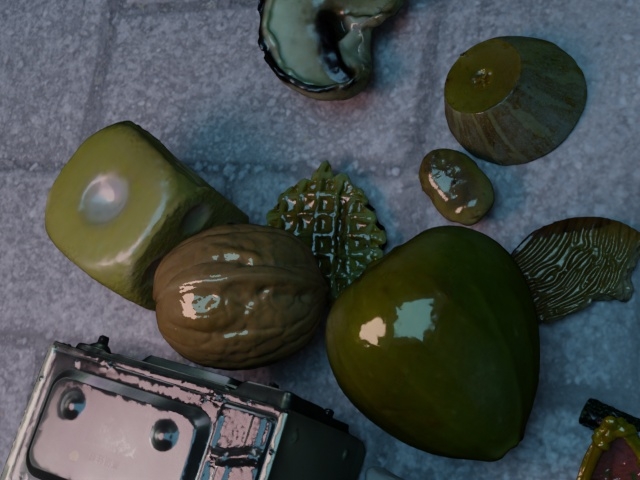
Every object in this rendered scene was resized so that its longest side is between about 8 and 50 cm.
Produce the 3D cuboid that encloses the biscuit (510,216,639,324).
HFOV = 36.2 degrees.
[{"bbox_3d":[0.351,0.058,1.404,0.176,0.031,0.228,34,89,29],"label":"biscuit"}]

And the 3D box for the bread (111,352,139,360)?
[{"bbox_3d":[-0.359,0.257,1.618,0.074,0.084,0.139,5,77,23],"label":"bread"}]

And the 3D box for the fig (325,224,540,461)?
[{"bbox_3d":[0.169,0.151,1.322,0.316,0.316,0.316,-7,72,21],"label":"fig"}]

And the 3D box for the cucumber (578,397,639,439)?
[{"bbox_3d":[0.464,0.276,1.282,0.257,0.044,0.043,23,95,26],"label":"cucumber"}]

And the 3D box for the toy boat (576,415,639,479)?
[{"bbox_3d":[0.390,0.388,1.253,0.141,0.099,0.317,-8,74,24],"label":"toy boat"}]

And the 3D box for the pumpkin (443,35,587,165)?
[{"bbox_3d":[0.280,-0.231,1.486,0.218,0.110,0.217,-8,72,27],"label":"pumpkin"}]

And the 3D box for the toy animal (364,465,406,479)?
[{"bbox_3d":[0.133,0.445,1.285,0.265,0.206,0.271,1,72,27],"label":"toy animal"}]

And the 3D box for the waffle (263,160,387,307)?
[{"bbox_3d":[0.000,0.000,1.559,0.208,0.054,0.214,-43,67,4],"label":"waffle"}]

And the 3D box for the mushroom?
[{"bbox_3d":[0.024,-0.381,1.633,0.248,0.130,0.344,-1,75,6],"label":"mushroom"}]

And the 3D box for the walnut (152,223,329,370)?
[{"bbox_3d":[-0.117,0.083,1.454,0.261,0.225,0.224,-3,71,-4],"label":"walnut"}]

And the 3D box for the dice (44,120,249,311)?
[{"bbox_3d":[-0.281,-0.034,1.586,0.238,0.233,0.226,38,92,31],"label":"dice"}]

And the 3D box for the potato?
[{"bbox_3d":[0.207,-0.081,1.486,0.092,0.070,0.138,-38,65,7],"label":"potato"}]

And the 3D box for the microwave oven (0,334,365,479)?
[{"bbox_3d":[-0.180,0.306,1.395,0.395,0.333,0.247,11,75,26],"label":"microwave oven"}]
